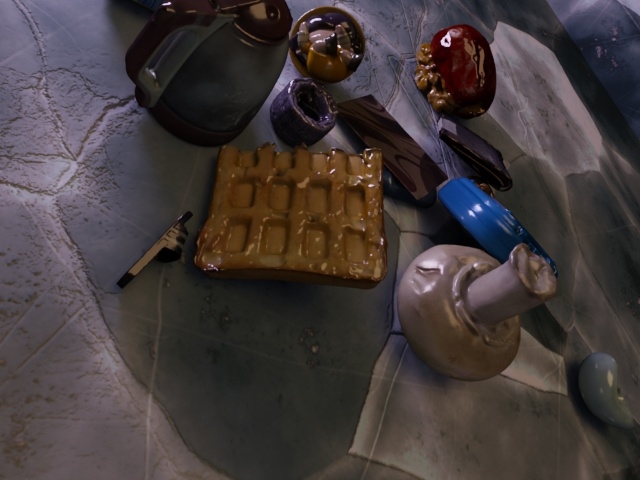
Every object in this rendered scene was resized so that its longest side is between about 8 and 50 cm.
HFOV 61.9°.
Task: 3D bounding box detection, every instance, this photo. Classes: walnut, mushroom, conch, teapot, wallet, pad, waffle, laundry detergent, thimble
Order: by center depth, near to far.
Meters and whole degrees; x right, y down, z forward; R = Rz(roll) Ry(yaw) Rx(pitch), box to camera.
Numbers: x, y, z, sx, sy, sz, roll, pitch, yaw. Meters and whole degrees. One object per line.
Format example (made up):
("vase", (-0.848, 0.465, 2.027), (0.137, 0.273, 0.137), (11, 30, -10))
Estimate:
("teapot", (-0.209, -0.348, 0.993), (0.315, 0.312, 0.233), (-22, 80, -43))
("waffle", (-0.048, -0.052, 1.026), (0.349, 0.077, 0.303), (4, 62, 0))
("mushroom", (0.337, 0.136, 1.152), (0.315, 0.336, 0.314), (12, 60, -21))
("thimble", (-0.039, -0.297, 1.245), (0.150, 0.098, 0.150), (17, 59, -30))
("laundry detergent", (0.210, -0.144, 1.387), (0.207, 0.061, 0.096), (11, 64, -33))
("pad", (0.193, -0.259, 1.418), (0.330, 0.004, 0.220), (49, 40, 6))
("conch", (0.811, 0.429, 1.518), (0.185, 0.121, 0.220), (-6, 78, -44))
("mushroom", (0.460, -0.132, 1.563), (0.126, 0.085, 0.109), (67, 21, 6))
("wallet", (0.453, -0.267, 1.597), (0.262, 0.071, 0.221), (37, 30, -10))
("walnut", (0.423, -0.514, 1.663), (0.244, 0.221, 0.268), (-16, 81, -10))

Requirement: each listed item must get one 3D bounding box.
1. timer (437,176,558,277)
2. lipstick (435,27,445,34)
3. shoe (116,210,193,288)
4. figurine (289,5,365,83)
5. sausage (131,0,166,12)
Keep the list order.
("timer", (0.459, -0.014, 1.380), (0.340, 0.115, 0.309), (40, 15, -26))
("lipstick", (0.411, -0.665, 1.830), (0.045, 0.045, 0.145), (35, 51, -21))
("shoe", (-0.270, 0.025, 0.915), (0.049, 0.071, 0.179), (44, 54, -12))
("figurine", (0.013, -0.463, 1.307), (0.193, 0.167, 0.256), (15, 36, -6))
("sausage", (-0.291, -0.527, 1.157), (0.318, 0.117, 0.125), (18, 72, -32))
